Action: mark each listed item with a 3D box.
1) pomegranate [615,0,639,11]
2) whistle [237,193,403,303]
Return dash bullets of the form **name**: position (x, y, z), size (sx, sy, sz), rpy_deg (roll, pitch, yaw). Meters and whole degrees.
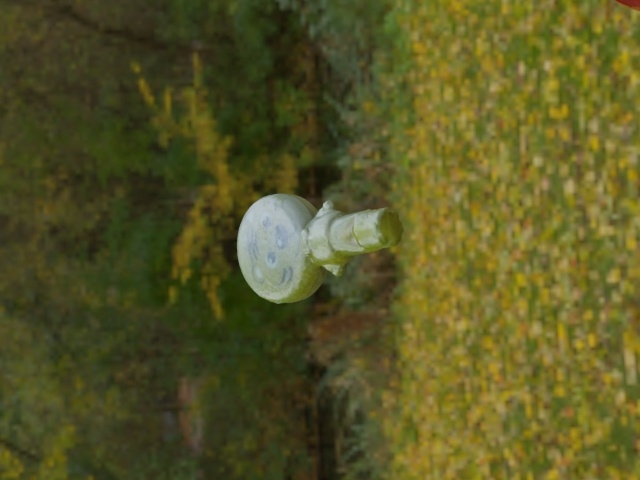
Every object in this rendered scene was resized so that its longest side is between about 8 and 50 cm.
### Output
- **pomegranate**: position (0.420, -0.409, 1.665), size (0.256, 0.221, 0.221), rpy_deg (61, 176, -10)
- **whistle**: position (0.000, 0.000, 1.238), size (0.198, 0.057, 0.104), rpy_deg (-13, 84, 44)
